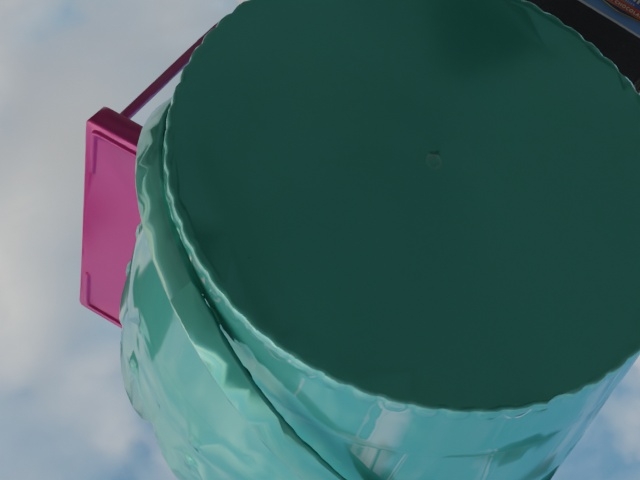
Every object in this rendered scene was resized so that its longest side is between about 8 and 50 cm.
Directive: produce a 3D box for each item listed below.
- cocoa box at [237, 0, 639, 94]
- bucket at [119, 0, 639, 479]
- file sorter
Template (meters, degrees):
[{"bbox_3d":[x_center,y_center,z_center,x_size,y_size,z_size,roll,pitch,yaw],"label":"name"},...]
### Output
[{"bbox_3d":[0.129,-0.190,0.926,0.347,0.231,0.228,35,-110,17],"label":"cocoa box"},{"bbox_3d":[0.033,0.011,0.545,0.281,0.183,0.281,5,-123,-9],"label":"bucket"},{"bbox_3d":[0.000,0.000,0.782,0.290,0.202,0.182,29,-129,10],"label":"file sorter"}]
